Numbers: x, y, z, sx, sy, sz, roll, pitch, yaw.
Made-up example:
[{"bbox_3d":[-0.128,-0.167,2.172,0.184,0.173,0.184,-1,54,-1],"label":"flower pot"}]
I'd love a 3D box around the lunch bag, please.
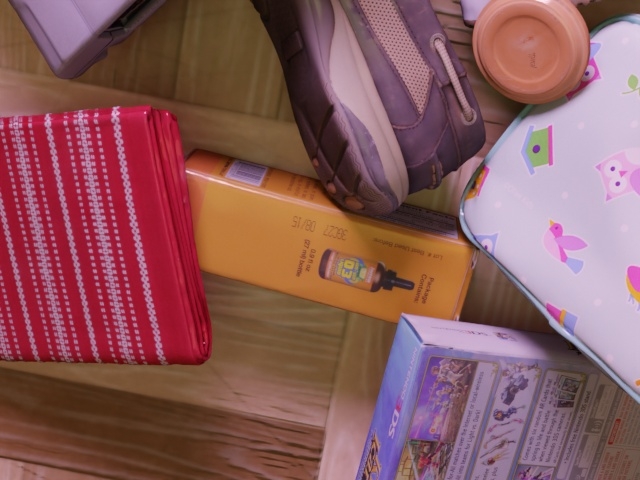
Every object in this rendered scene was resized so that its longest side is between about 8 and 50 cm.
[{"bbox_3d":[0.247,-0.014,0.784,0.108,0.279,0.224,25,107,-48],"label":"lunch bag"}]

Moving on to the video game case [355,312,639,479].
[{"bbox_3d":[0.147,0.200,0.905,0.244,0.061,0.270,8,108,-19],"label":"video game case"}]

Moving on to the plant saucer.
[{"bbox_3d":[0.143,-0.133,0.804,0.083,0.013,0.084,16,124,25],"label":"plant saucer"}]

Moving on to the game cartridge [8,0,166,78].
[{"bbox_3d":[-0.131,-0.264,0.763,0.294,0.060,0.196,-35,82,33],"label":"game cartridge"}]

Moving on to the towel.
[{"bbox_3d":[-0.214,0.000,0.896,0.274,0.031,0.199,-1,107,26],"label":"towel"}]

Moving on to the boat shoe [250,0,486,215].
[{"bbox_3d":[0.018,-0.198,0.834,0.130,0.132,0.356,-21,99,-17],"label":"boat shoe"}]

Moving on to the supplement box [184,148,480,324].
[{"bbox_3d":[0.000,0.000,0.897,0.233,0.080,0.078,16,108,2],"label":"supplement box"}]

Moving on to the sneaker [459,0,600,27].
[{"bbox_3d":[0.219,-0.254,0.801,0.282,0.099,0.153,-14,105,11],"label":"sneaker"}]
